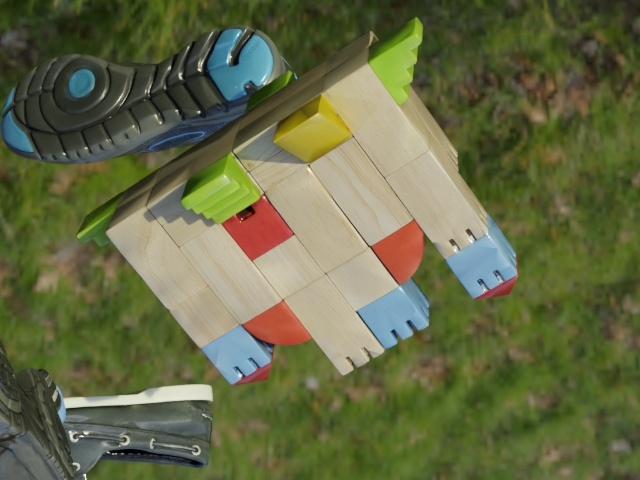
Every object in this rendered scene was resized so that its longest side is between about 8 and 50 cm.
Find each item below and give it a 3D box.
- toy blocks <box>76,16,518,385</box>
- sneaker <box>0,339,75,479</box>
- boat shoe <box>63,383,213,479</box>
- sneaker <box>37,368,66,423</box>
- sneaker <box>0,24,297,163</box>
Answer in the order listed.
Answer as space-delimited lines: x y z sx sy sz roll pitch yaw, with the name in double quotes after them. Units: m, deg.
0.000 0.000 1.398 0.381 0.190 0.261 -31 109 17 "toy blocks"
-0.279 0.154 1.201 0.130 0.109 0.286 -21 151 0 "sneaker"
-0.276 0.237 1.735 0.340 0.113 0.127 -3 168 -35 "boat shoe"
-0.345 0.170 1.485 0.188 0.078 0.067 -13 177 -27 "sneaker"
-0.184 -0.135 1.647 0.341 0.125 0.140 -6 162 19 "sneaker"
